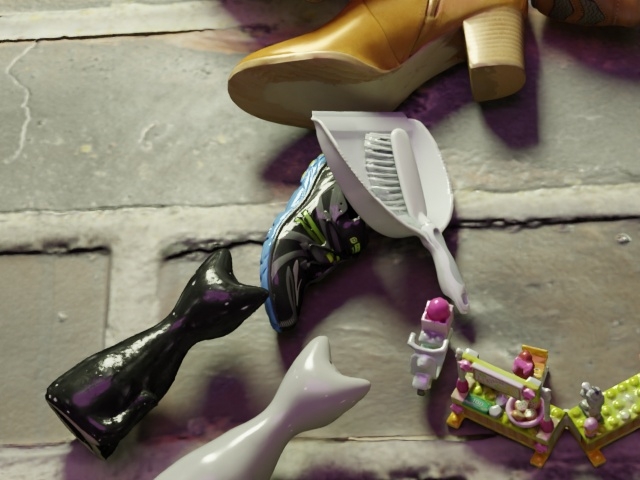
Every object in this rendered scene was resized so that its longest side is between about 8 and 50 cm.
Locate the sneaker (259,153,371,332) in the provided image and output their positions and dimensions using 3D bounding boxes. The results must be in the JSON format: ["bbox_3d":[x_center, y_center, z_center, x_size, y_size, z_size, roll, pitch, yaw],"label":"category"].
[{"bbox_3d":[0.000,0.000,1.744,0.078,0.067,0.188,16,59,21],"label":"sneaker"}]

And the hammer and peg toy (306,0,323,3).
[{"bbox_3d":[0.041,-0.393,1.914,0.361,0.127,0.266,-37,35,-16],"label":"hammer and peg toy"}]

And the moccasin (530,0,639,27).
[{"bbox_3d":[0.323,-0.374,1.897,0.147,0.139,0.380,16,60,12],"label":"moccasin"}]

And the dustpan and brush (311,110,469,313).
[{"bbox_3d":[0.083,-0.028,1.737,0.060,0.147,0.211,-24,77,39],"label":"dustpan and brush"}]

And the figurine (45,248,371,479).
[{"bbox_3d":[-0.090,0.132,1.648,0.209,0.092,0.215,-44,63,-13],"label":"figurine"}]

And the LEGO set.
[{"bbox_3d":[0.213,0.111,1.621,0.287,0.107,0.132,4,58,10],"label":"LEGO set"}]

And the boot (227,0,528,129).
[{"bbox_3d":[0.053,-0.220,1.867,0.295,0.104,0.211,-5,52,-1],"label":"boot"}]
